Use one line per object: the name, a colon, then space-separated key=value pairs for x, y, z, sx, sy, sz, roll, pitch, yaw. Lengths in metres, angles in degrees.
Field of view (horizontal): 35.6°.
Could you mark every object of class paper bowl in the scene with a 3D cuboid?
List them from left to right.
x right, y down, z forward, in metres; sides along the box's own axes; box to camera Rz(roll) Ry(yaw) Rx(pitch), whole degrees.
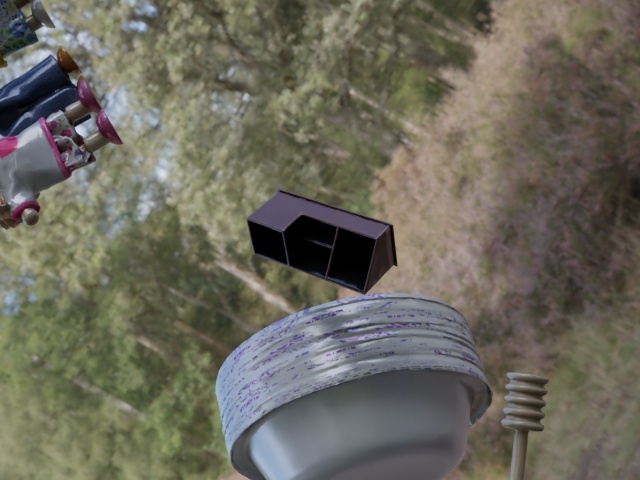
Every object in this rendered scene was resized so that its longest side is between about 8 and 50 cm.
paper bowl: x=0.040 y=0.187 z=1.048 sx=0.284 sy=0.284 sz=0.148 roll=121 pitch=141 yaw=-49

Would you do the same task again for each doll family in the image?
doll family: x=-0.275 y=-0.115 z=0.802 sx=0.163 sy=0.263 sz=0.118 roll=-31 pitch=-10 yaw=-6

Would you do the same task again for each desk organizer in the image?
desk organizer: x=0.000 y=0.000 z=0.894 sx=0.050 sy=0.130 sz=0.047 roll=-43 pitch=-42 yaw=-37

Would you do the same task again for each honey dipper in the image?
honey dipper: x=0.130 y=0.171 z=0.676 sx=0.030 sy=0.030 sz=0.160 roll=123 pitch=157 yaw=-79
